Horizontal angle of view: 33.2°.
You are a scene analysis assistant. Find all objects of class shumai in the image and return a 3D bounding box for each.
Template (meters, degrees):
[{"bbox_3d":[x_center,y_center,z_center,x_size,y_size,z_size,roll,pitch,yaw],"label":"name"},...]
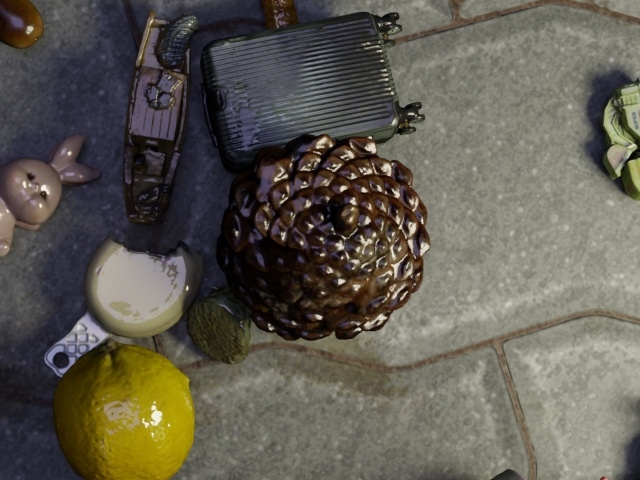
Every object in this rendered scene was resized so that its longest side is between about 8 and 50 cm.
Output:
[{"bbox_3d":[-0.137,0.112,1.570,0.099,0.123,0.087,15,41,15],"label":"shumai"}]

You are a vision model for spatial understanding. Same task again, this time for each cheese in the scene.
[{"bbox_3d":[-0.279,0.104,1.554,0.163,0.071,0.248,24,82,-2],"label":"cheese"}]

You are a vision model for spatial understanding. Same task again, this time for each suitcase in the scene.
[{"bbox_3d":[-0.019,-0.221,1.590,0.312,0.128,0.202,-12,83,-7],"label":"suitcase"}]

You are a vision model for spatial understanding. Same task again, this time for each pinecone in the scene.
[{"bbox_3d":[0.000,-0.003,1.495,0.298,0.296,0.242,27,48,-12],"label":"pinecone"}]

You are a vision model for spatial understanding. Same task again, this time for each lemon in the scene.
[{"bbox_3d":[-0.268,0.243,1.475,0.192,0.192,0.231,-8,110,-7],"label":"lemon"}]

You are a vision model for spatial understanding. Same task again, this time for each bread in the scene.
[{"bbox_3d":[-0.071,-0.383,1.645,0.052,0.044,0.157,-13,84,-1],"label":"bread"}]

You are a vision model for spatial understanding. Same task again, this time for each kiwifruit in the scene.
[{"bbox_3d":[-0.463,-0.335,1.585,0.124,0.075,0.075,40,81,4],"label":"kiwifruit"}]

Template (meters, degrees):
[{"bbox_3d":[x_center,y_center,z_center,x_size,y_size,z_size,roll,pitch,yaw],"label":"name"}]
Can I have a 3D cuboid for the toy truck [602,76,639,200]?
[{"bbox_3d":[0.493,-0.155,1.659,0.116,0.085,0.191,-11,82,2],"label":"toy truck"}]

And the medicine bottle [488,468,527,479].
[{"bbox_3d":[0.194,0.477,1.475,0.302,0.241,0.241,-31,87,-9],"label":"medicine bottle"}]

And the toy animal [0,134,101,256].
[{"bbox_3d":[-0.418,-0.076,1.539,0.212,0.124,0.124,-35,88,-5],"label":"toy animal"}]

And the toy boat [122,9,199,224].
[{"bbox_3d":[-0.239,-0.181,1.568,0.089,0.121,0.321,9,82,-11],"label":"toy boat"}]

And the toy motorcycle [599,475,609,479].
[{"bbox_3d":[0.513,0.341,1.588,0.272,0.123,0.182,-45,100,-9],"label":"toy motorcycle"}]
